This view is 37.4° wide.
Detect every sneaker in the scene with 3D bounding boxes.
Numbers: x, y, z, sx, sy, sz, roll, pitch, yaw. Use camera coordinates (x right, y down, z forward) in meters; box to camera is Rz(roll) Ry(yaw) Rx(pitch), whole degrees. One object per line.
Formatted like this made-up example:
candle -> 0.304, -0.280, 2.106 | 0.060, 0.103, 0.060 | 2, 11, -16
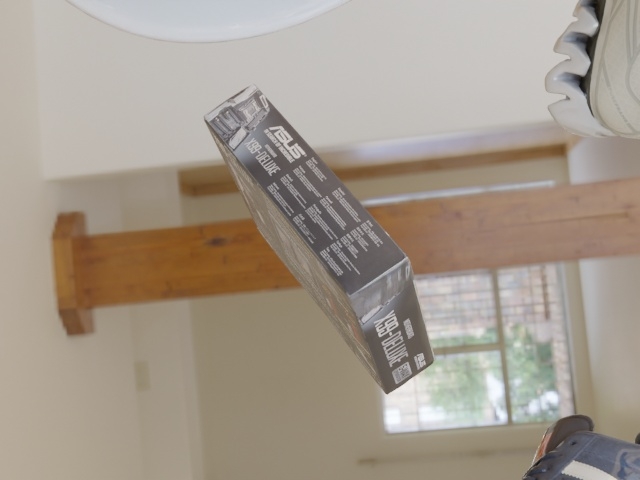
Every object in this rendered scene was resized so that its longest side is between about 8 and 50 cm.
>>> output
sneaker -> 0.247, -0.214, 0.687 | 0.110, 0.292, 0.118 | -11, -159, -30
sneaker -> 0.206, 0.243, 0.861 | 0.350, 0.148, 0.131 | -3, 142, -26

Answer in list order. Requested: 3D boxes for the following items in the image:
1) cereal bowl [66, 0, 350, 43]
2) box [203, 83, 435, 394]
cereal bowl -> -0.034, -0.273, 0.486 | 0.339, 0.141, 0.339 | -28, 156, -14
box -> 0.000, 0.000, 1.082 | 0.076, 0.307, 0.242 | -34, 146, -9
